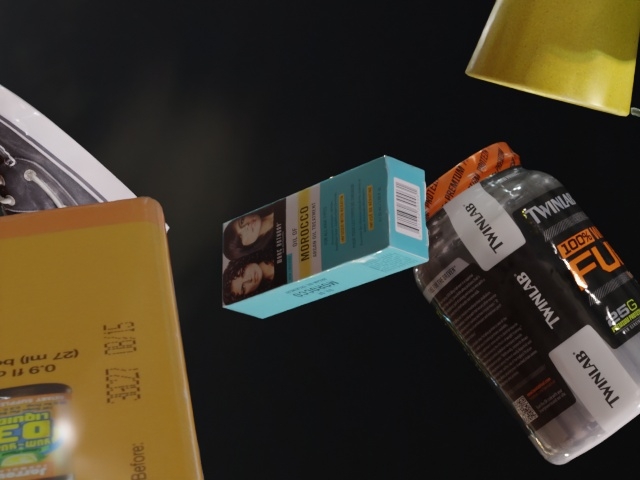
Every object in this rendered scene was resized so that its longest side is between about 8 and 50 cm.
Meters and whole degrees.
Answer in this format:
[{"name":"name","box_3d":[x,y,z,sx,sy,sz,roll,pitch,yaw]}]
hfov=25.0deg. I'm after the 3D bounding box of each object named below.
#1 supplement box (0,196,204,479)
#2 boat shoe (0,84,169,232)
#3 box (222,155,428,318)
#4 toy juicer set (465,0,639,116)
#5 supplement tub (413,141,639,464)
[{"name":"supplement box","box_3d":[-0.068,0.068,0.381,0.233,0.078,0.080,-111,-165,-66]},{"name":"boat shoe","box_3d":[-0.289,-0.065,1.445,0.102,0.301,0.108,-52,-148,-8]},{"name":"box","box_3d":[0.000,0.000,1.480,0.244,0.060,0.100,-21,-119,41]},{"name":"toy juicer set","box_3d":[0.222,-0.034,0.527,0.329,0.209,0.089,24,-78,55]},{"name":"supplement tub","box_3d":[0.248,0.067,1.651,0.338,0.207,0.207,54,-39,10]}]
